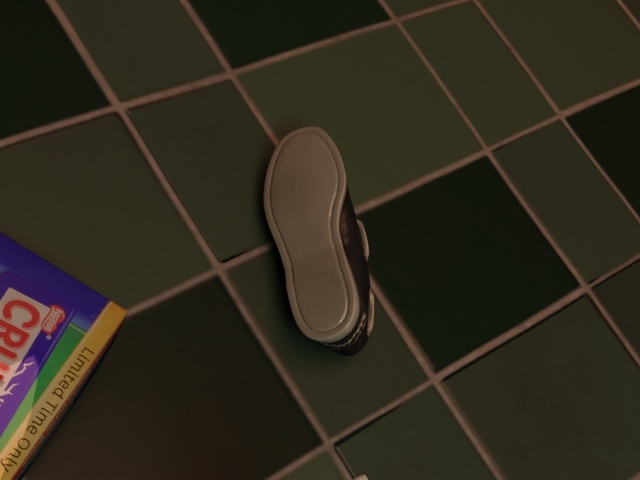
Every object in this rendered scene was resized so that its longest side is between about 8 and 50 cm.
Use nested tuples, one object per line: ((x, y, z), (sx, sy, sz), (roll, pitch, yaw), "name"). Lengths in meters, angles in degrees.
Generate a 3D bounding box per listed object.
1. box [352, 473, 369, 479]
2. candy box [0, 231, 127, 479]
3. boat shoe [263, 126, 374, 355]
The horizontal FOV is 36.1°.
((-0.042, 0.301, 0.886), (0.063, 0.324, 0.067), (-23, 75, -40), "box")
((-0.397, 0.107, 0.954), (0.317, 0.122, 0.268), (33, 54, -5), "candy box")
((0.000, 0.000, 1.229), (0.114, 0.091, 0.302), (-13, 61, 17), "boat shoe")
